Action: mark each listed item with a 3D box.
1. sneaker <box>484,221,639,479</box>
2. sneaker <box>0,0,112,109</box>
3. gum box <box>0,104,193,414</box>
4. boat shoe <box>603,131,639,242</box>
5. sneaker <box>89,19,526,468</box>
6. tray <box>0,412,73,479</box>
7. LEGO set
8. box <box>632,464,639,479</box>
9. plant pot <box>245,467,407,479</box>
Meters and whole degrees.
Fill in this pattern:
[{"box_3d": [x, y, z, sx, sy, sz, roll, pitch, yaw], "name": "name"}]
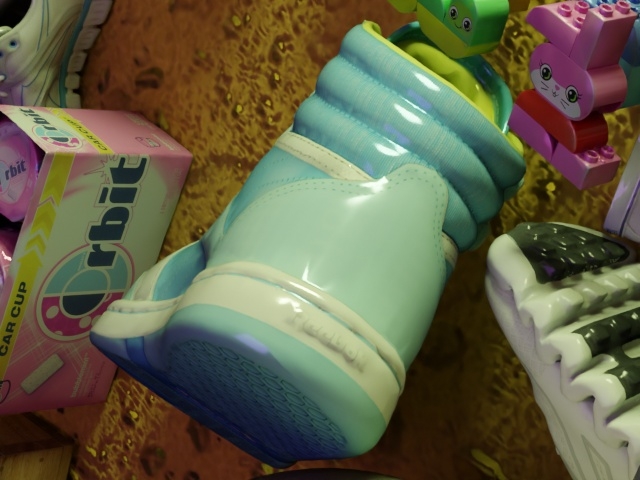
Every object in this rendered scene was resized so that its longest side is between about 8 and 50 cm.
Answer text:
[{"box_3d": [0.150, 0.116, 0.638, 0.292, 0.110, 0.118, 56, 134, 27], "name": "sneaker"}, {"box_3d": [-0.191, -0.103, 0.962, 0.071, 0.083, 0.190, 25, 109, 38], "name": "sneaker"}, {"box_3d": [-0.161, 0.017, 0.919, 0.062, 0.107, 0.188, 37, 116, 36], "name": "gum box"}, {"box_3d": [0.157, -0.044, 0.673, 0.035, 0.035, 0.100, 22, 102, 11], "name": "boat shoe"}, {"box_3d": [0.000, 0.000, 0.775, 0.208, 0.127, 0.319, -57, 15, -15], "name": "sneaker"}, {"box_3d": [-0.295, 0.286, 1.079, 0.203, 0.076, 0.410, 28, 109, 40], "name": "tray"}, {"box_3d": [0.084, -0.133, 0.674, 0.227, 0.087, 0.093, 47, 137, 35], "name": "LEGO set"}, {"box_3d": [0.164, 0.191, 0.397, 0.097, 0.318, 0.394, 39, 116, 47], "name": "box"}, {"box_3d": [0.030, 0.207, 0.567, 0.274, 0.257, 0.256, 138, 122, -75], "name": "plant pot"}]
